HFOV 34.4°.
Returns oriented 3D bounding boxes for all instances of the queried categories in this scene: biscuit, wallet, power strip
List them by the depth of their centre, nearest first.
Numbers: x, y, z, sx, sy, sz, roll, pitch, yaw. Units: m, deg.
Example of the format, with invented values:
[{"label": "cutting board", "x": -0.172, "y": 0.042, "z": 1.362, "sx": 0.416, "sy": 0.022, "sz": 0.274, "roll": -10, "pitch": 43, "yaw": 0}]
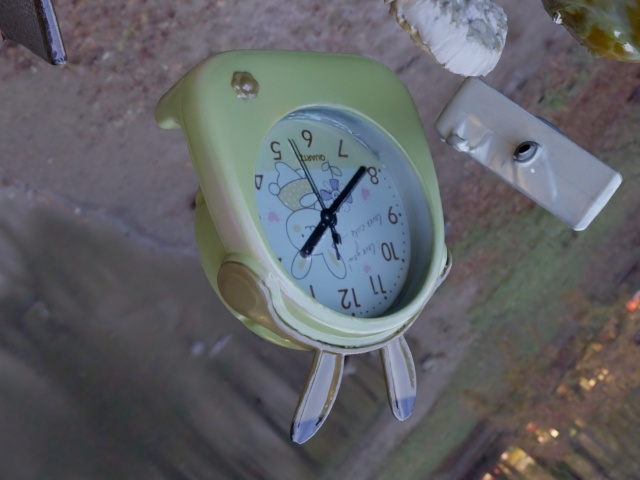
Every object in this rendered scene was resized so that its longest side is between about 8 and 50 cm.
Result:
[{"label": "power strip", "x": 0.146, "y": -0.063, "z": 0.717, "sx": 0.043, "sy": 0.106, "sz": 0.367, "roll": -56, "pitch": 173, "yaw": 12}, {"label": "biscuit", "x": 0.122, "y": -0.295, "z": 1.225, "sx": 0.084, "sy": 0.281, "sz": 0.179, "roll": -29, "pitch": -147, "yaw": 31}, {"label": "wallet", "x": -0.374, "y": -0.342, "z": 1.257, "sx": 0.039, "sy": 0.133, "sz": 0.243, "roll": -35, "pitch": 133, "yaw": -32}]

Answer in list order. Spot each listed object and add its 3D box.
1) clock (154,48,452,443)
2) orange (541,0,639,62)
[{"label": "clock", "x": 0.000, "y": 0.000, "z": 0.628, "sx": 0.170, "sy": 0.232, "sz": 0.069, "roll": -4, "pitch": 166, "yaw": -39}, {"label": "orange", "x": 0.287, "y": -0.279, "z": 0.742, "sx": 0.249, "sy": 0.329, "sz": 0.329, "roll": -6, "pitch": 135, "yaw": -53}]
